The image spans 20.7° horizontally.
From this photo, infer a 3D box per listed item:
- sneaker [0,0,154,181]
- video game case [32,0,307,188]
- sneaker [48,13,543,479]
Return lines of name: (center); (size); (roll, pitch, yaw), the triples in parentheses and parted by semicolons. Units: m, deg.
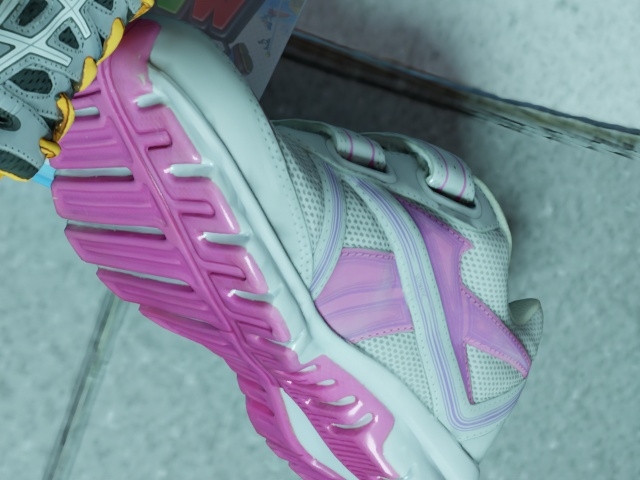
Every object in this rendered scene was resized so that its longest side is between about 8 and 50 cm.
sneaker: (-0.096, -0.055, 0.488); (0.215, 0.084, 0.083); (-37, 104, -34)
video game case: (-0.062, -0.094, 0.619); (0.119, 0.015, 0.166); (25, 91, -29)
sneaker: (0.000, 0.000, 0.623); (0.111, 0.103, 0.252); (-56, 137, -20)
